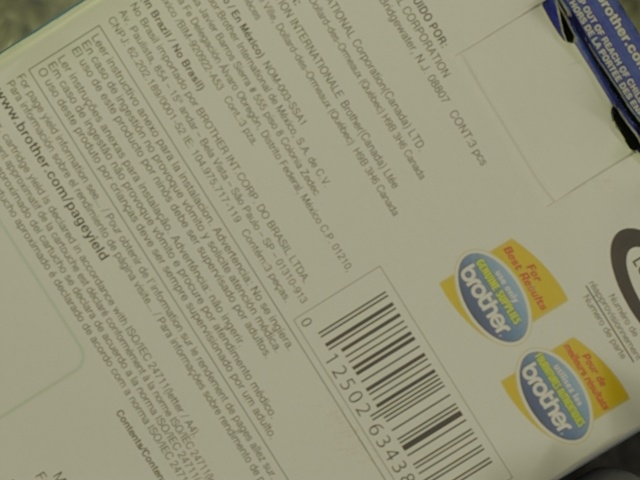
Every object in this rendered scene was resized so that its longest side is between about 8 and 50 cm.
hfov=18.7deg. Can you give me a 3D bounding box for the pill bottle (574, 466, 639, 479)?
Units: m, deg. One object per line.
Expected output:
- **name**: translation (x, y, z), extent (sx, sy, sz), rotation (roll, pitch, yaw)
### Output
- **pill bottle**: translation (0.050, 0.223, 0.781), extent (0.278, 0.162, 0.162), rotation (-35, 93, -21)

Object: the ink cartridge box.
- **ink cartridge box**: translation (0.000, 0.000, 0.826), extent (0.395, 0.151, 0.270), rotation (-32, 93, 4)
